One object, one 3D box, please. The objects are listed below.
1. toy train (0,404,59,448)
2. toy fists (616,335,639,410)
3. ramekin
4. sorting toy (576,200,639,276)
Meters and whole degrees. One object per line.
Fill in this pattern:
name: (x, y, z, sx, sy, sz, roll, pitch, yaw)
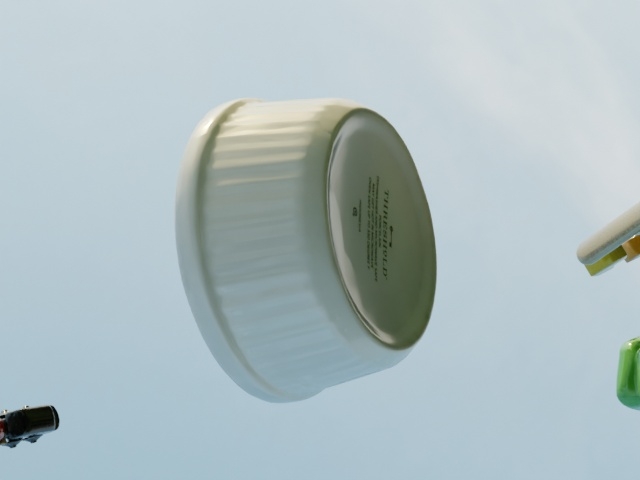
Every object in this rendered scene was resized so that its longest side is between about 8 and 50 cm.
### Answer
toy train: (-0.218, 0.123, 0.883, 0.158, 0.036, 0.027, -2, -105, -63)
toy fists: (0.388, 0.092, 1.191, 0.142, 0.279, 0.096, -15, -89, -61)
ramekin: (0.000, 0.000, 1.208, 0.273, 0.127, 0.272, 30, -125, -55)
sorting toy: (0.335, -0.044, 1.285, 0.229, 0.307, 0.041, -20, -104, -35)
